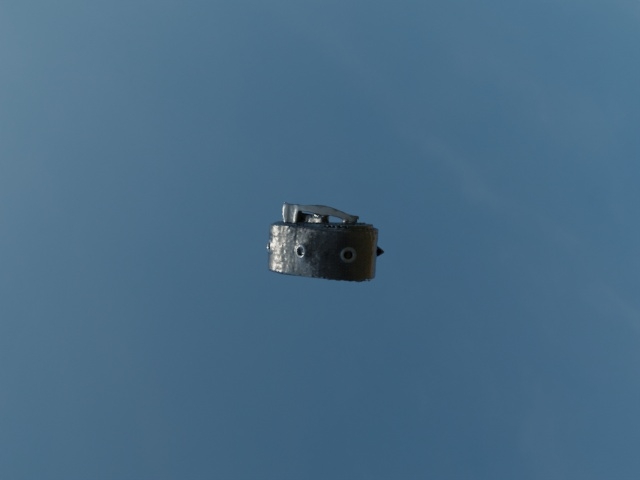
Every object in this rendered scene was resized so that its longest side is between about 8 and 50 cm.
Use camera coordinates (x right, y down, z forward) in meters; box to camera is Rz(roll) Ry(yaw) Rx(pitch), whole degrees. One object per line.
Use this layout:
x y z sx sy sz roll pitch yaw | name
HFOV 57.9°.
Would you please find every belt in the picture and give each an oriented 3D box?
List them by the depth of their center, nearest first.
0.000 0.001 1.031 0.122 0.218 0.129 -5 -80 -55 | belt
